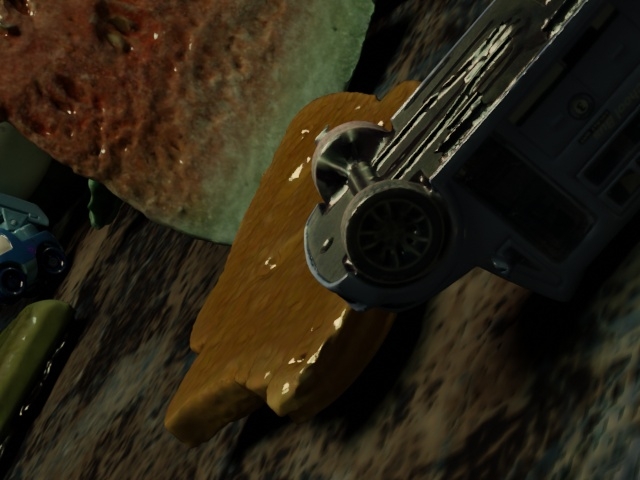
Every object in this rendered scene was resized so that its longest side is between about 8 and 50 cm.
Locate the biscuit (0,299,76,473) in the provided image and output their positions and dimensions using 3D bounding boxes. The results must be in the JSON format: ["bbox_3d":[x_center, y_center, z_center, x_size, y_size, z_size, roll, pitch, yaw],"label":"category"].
[{"bbox_3d":[-0.224,0.162,1.028,0.099,0.038,0.322,-34,26,58],"label":"biscuit"}]

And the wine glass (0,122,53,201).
[{"bbox_3d":[-0.159,-0.167,1.232,0.309,0.096,0.264,-47,15,56],"label":"wine glass"}]

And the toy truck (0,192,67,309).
[{"bbox_3d":[-0.213,0.000,1.216,0.073,0.090,0.056,-32,-1,-38],"label":"toy truck"}]

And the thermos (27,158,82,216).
[{"bbox_3d":[-0.251,-0.012,1.389,0.188,0.073,0.083,-50,-28,20],"label":"thermos"}]

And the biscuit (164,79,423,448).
[{"bbox_3d":[0.000,0.000,0.726,0.162,0.035,0.250,-43,19,17],"label":"biscuit"}]

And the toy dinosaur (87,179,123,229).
[{"bbox_3d":[-0.037,-0.177,1.135,0.383,0.076,0.129,-56,22,7],"label":"toy dinosaur"}]

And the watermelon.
[{"bbox_3d":[-0.111,-0.090,0.875,0.094,0.241,0.154,121,172,-64],"label":"watermelon"}]

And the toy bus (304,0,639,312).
[{"bbox_3d":[0.069,-0.041,0.541,0.167,0.076,0.073,-49,18,10],"label":"toy bus"}]
